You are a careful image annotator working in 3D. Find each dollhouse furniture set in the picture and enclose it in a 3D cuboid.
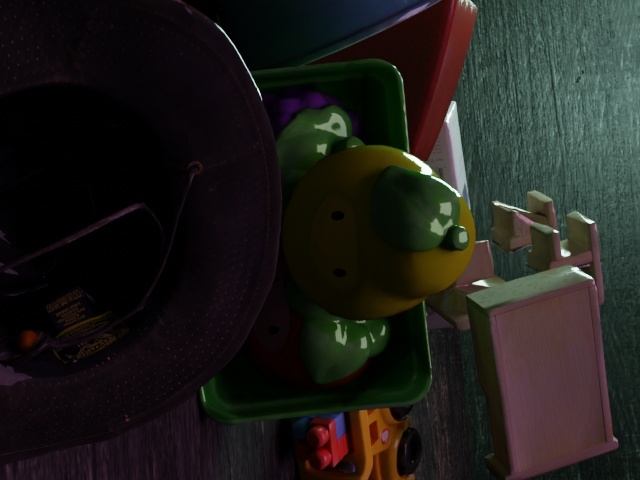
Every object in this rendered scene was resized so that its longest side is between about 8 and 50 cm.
[{"bbox_3d":[0.243,0.133,1.845,0.394,0.362,0.256,-139,-143,-66],"label":"dollhouse furniture set"}]

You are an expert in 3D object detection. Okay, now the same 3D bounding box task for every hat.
[{"bbox_3d":[-0.180,-0.026,0.801,0.134,0.331,0.331,43,-23,47],"label":"hat"}]

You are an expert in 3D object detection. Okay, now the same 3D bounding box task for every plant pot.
[{"bbox_3d":[0.066,-0.234,1.815,0.267,0.267,0.236,-17,113,-77],"label":"plant pot"},{"bbox_3d":[-0.023,-0.350,1.486,0.255,0.271,0.271,65,17,-12],"label":"plant pot"}]

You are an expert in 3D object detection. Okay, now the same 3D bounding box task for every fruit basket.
[{"bbox_3d":[0.000,0.000,1.315,0.392,0.283,0.392,174,-90,-88],"label":"fruit basket"}]

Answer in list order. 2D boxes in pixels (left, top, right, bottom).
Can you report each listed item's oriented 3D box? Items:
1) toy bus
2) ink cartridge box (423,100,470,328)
[{"bbox_3d":[0.030,0.259,1.696,0.211,0.149,0.220,-40,128,-58],"label":"toy bus"},{"bbox_3d":[0.139,-0.035,2.104,0.119,0.207,0.353,-62,145,-65],"label":"ink cartridge box"}]
